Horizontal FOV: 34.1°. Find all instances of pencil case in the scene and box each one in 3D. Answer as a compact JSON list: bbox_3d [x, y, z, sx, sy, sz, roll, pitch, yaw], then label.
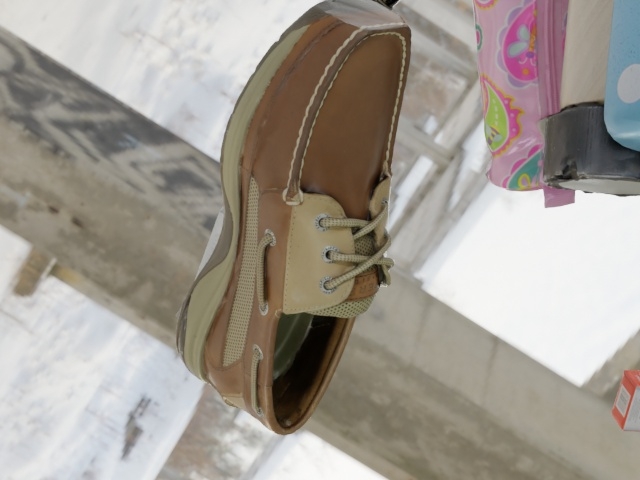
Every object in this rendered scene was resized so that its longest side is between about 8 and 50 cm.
[{"bbox_3d":[0.201,-0.179,0.952,0.124,0.124,0.284,-69,155,-70],"label":"pencil case"}]

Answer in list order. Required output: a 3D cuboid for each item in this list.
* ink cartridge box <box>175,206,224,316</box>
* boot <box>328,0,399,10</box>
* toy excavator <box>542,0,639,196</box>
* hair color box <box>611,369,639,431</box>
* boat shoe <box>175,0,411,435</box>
[{"bbox_3d":[-0.113,-0.012,1.507,0.223,0.045,0.224,-57,176,-49],"label":"ink cartridge box"},{"bbox_3d":[0.116,-0.318,1.296,0.085,0.178,0.236,12,101,-61],"label":"boot"},{"bbox_3d":[0.322,-0.149,0.664,0.445,0.432,0.222,-2,-100,56],"label":"toy excavator"},{"bbox_3d":[0.464,0.213,1.378,0.043,0.141,0.072,-107,-157,-63],"label":"hair color box"},{"bbox_3d":[0.000,0.000,0.705,0.122,0.120,0.324,-16,139,-38],"label":"boat shoe"}]
